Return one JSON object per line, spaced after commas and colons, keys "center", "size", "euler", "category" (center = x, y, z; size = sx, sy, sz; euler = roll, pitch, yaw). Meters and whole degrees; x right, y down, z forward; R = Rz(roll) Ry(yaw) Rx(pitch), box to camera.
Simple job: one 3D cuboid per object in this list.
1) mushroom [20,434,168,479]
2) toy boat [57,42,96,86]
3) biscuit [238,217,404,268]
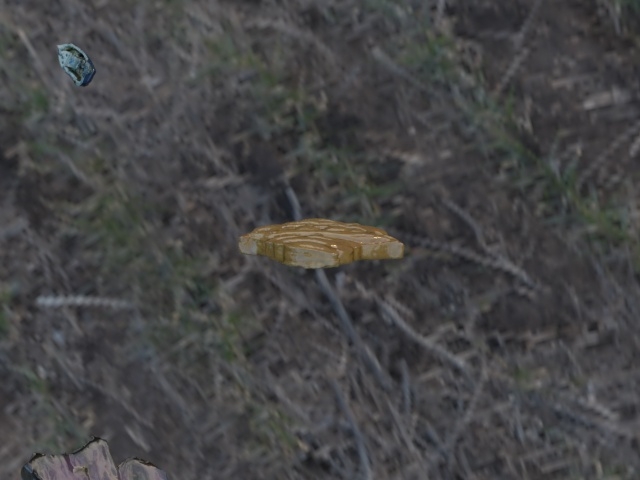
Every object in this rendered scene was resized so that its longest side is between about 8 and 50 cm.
{"center": [-0.228, 0.274, 1.639], "size": [0.117, 0.188, 0.141], "euler": [-48, 66, 34], "category": "mushroom"}
{"center": [-0.298, -0.215, 2.139], "size": [0.038, 0.038, 0.083], "euler": [-35, 45, -7], "category": "toy boat"}
{"center": [0.000, 0.000, 1.775], "size": [0.163, 0.250, 0.035], "euler": [5, 95, -1], "category": "biscuit"}
